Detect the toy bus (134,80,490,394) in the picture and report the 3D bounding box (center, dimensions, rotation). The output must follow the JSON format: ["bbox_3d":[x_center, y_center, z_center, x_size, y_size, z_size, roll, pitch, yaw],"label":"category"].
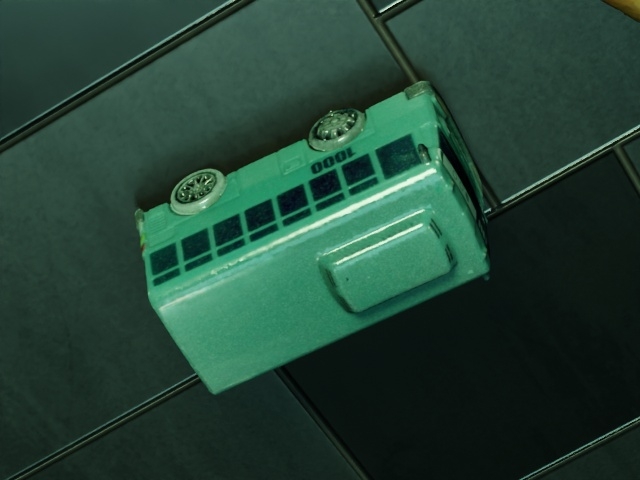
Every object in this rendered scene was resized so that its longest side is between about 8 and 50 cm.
[{"bbox_3d":[0.000,0.000,1.330,0.256,0.147,0.128,-24,125,8],"label":"toy bus"}]

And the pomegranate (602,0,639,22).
[{"bbox_3d":[0.264,-0.271,1.128,0.281,0.281,0.281,-4,124,-6],"label":"pomegranate"}]
